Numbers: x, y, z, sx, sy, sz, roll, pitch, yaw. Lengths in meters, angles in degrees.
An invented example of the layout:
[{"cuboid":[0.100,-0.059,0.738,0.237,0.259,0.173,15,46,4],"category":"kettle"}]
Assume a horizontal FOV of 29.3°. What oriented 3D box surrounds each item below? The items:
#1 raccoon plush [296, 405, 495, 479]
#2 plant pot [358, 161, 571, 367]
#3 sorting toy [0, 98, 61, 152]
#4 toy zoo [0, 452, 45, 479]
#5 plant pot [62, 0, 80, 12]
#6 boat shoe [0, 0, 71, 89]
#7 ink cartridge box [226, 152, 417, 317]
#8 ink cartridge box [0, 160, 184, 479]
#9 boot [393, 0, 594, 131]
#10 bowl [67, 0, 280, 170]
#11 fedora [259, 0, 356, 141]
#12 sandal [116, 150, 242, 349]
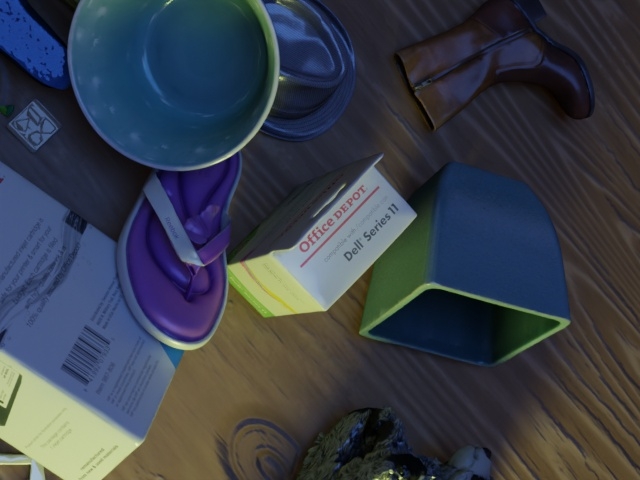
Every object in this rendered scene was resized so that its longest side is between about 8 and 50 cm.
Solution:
[{"cuboid":[0.079,0.461,1.898,0.446,0.216,0.299,-39,115,10],"category":"raccoon plush"},{"cuboid":[0.228,0.025,1.925,0.248,0.247,0.252,15,63,-18],"category":"plant pot"},{"cuboid":[-0.435,-0.180,1.818,0.062,0.012,0.083,-46,104,-13],"category":"sorting toy"},{"cuboid":[-0.503,0.396,1.728,0.293,0.030,0.192,4,83,-19],"category":"toy zoo"},{"cuboid":[-0.323,-0.475,1.775,0.276,0.276,0.254,42,84,-12],"category":"plant pot"},{"cuboid":[-0.465,-0.316,1.785,0.109,0.089,0.258,-38,103,-6],"category":"boat shoe"},{"cuboid":[0.000,0.000,1.777,0.119,0.353,0.207,47,72,-10],"category":"ink cartridge box"},{"cuboid":[-0.392,0.104,1.661,0.395,0.166,0.285,37,37,-13],"category":"ink cartridge box"},{"cuboid":[0.297,-0.264,2.049,0.280,0.096,0.264,-33,97,-19],"category":"boot"},{"cuboid":[-0.190,-0.267,1.770,0.311,0.163,0.311,3,103,12],"category":"bowl"},{"cuboid":[-0.048,-0.295,1.910,0.275,0.124,0.244,42,73,-12],"category":"fedora"},{"cuboid":[-0.190,-0.036,1.752,0.169,0.102,0.416,20,47,-19],"category":"sandal"}]
